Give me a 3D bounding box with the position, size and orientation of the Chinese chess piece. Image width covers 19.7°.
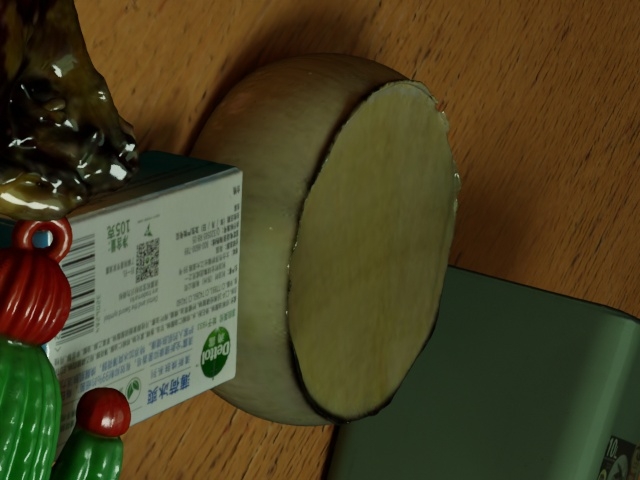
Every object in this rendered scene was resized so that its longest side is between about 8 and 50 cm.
[{"bbox_3d":[0.000,0.000,1.263,0.257,0.104,0.257,-34,130,-53],"label":"Chinese chess piece"}]

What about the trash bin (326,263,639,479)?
[{"bbox_3d":[0.124,0.205,1.451,0.158,0.223,0.343,23,82,-61],"label":"trash bin"}]

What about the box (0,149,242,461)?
[{"bbox_3d":[-0.127,0.033,1.078,0.194,0.073,0.139,-21,119,-57],"label":"box"}]

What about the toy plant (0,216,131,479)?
[{"bbox_3d":[-0.176,0.114,0.951,0.240,0.088,0.154,-47,117,-11],"label":"toy plant"}]

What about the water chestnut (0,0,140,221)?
[{"bbox_3d":[-0.190,-0.071,0.762,0.223,0.238,0.223,-55,-166,21],"label":"water chestnut"}]
